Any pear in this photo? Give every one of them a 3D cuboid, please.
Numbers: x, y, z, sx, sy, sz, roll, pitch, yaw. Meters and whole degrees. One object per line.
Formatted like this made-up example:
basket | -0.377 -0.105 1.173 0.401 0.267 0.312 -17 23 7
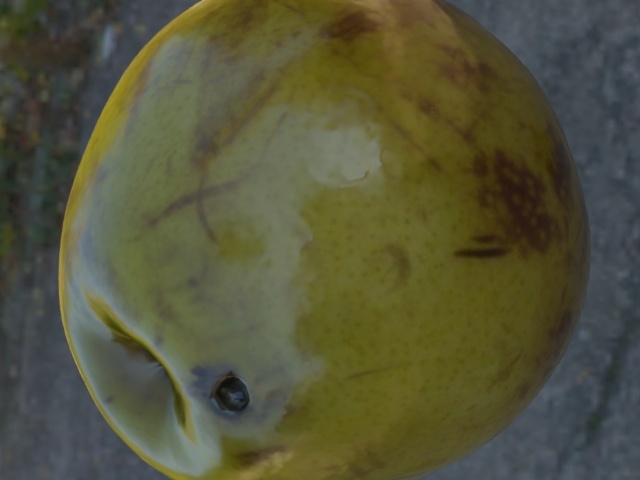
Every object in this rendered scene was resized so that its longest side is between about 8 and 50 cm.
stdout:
pear | 0.000 0.000 0.902 0.281 0.281 0.280 -21 67 61
